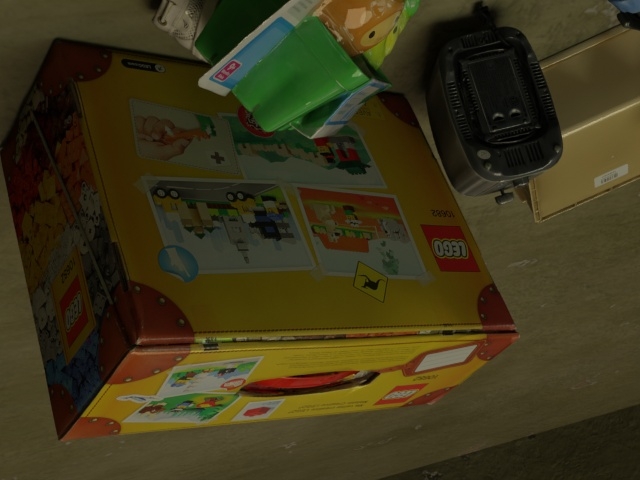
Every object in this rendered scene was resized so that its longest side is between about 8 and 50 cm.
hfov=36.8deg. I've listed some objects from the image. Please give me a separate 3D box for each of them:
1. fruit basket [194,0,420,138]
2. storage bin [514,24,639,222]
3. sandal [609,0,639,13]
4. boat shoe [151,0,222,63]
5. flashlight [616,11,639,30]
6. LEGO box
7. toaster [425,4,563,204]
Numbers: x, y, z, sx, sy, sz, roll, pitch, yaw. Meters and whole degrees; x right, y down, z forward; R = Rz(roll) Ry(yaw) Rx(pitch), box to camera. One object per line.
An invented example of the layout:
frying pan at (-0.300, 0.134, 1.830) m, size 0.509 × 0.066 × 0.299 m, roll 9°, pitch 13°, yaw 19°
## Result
fruit basket at (0.067, -0.241, 0.912) m, size 0.353 × 0.165 × 0.327 m, roll -33°, pitch -179°, yaw 12°
storage bin at (0.399, -0.166, 1.398) m, size 0.262 × 0.123 × 0.260 m, roll -25°, pitch 152°, yaw 5°
sandal at (0.433, -0.341, 1.084) m, size 0.317 × 0.126 × 0.138 m, roll -9°, pitch 124°, yaw -7°
boat shoe at (-0.114, -0.273, 0.884) m, size 0.096 × 0.098 × 0.277 m, roll 23°, pitch 146°, yaw -3°
flashlight at (0.521, -0.316, 1.254) m, size 0.304 × 0.103 × 0.103 m, roll -8°, pitch 176°, yaw -31°
LEGO box at (-0.067, 0.002, 1.108) m, size 0.500 × 0.372 × 0.193 m, roll 3°, pitch 144°, yaw -37°
toaster at (0.206, -0.161, 1.207) m, size 0.129 × 0.227 × 0.146 m, roll -15°, pitch 169°, yaw -9°
